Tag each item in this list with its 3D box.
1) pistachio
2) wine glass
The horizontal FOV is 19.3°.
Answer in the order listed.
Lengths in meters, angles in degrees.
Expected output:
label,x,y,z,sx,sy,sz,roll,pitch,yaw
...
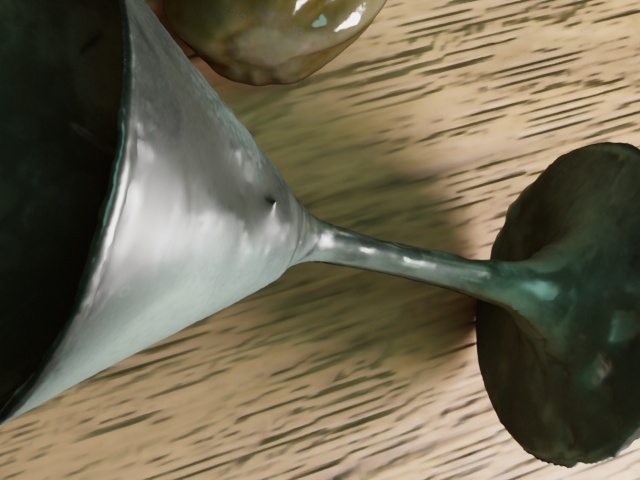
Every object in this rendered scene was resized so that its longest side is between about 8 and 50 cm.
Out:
label,x,y,z,sx,sy,sz,roll,pitch,yaw
pistachio,-0.014,-0.166,1.141,0.185,0.126,0.108,-40,146,-30
wine glass,0.000,0.000,1.055,0.406,0.267,0.267,11,81,-32
